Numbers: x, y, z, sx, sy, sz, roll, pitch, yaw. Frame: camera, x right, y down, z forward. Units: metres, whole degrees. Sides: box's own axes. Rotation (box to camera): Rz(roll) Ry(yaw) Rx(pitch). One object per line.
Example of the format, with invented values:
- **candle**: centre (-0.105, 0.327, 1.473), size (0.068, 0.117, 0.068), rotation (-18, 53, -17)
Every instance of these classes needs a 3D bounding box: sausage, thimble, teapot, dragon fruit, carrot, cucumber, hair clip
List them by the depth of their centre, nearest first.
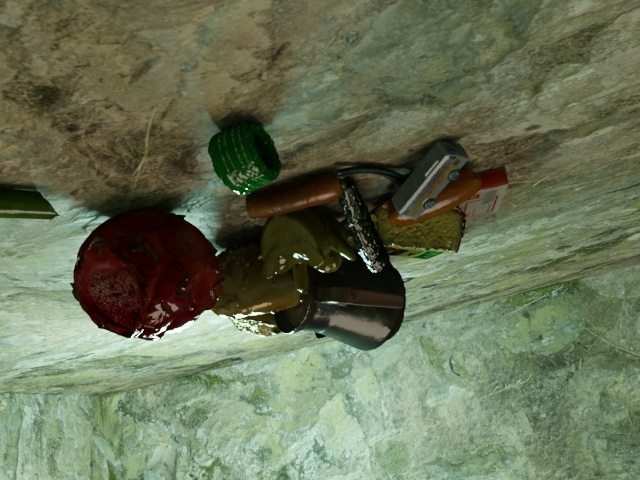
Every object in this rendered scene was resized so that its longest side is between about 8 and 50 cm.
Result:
- **thimble**: centre (-0.130, -0.145, 1.181), size (0.090, 0.118, 0.130), rotation (-22, -173, 18)
- **dragon fruit**: centre (-0.365, 0.076, 1.444), size (0.295, 0.296, 0.301), rotation (-24, 162, 35)
- **carrot**: centre (-0.052, -0.097, 1.460), size (0.225, 0.067, 0.067), rotation (-15, 162, 15)
- **hair clip**: centre (0.126, -0.141, 1.477), size (0.229, 0.070, 0.039), rotation (9, -169, -35)
- **cucumber**: centre (0.090, -0.045, 1.562), size (0.067, 0.068, 0.294), rotation (-16, 129, 14)
- **sausage**: centre (0.267, -0.102, 1.585), size (0.238, 0.098, 0.098), rotation (-22, 161, 9)
- **teapot**: centre (0.065, 0.174, 1.995), size (0.361, 0.306, 0.376), rotation (7, 173, -29)

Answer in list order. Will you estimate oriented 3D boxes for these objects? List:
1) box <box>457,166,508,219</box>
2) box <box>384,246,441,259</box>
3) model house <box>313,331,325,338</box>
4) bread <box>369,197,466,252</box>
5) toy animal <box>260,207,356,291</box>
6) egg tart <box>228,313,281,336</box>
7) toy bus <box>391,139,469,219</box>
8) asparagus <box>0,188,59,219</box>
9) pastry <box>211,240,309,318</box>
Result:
- **box**: centre (0.409, -0.113, 1.733), size (0.122, 0.050, 0.229), rotation (-12, 162, 3)
- **box**: centre (0.313, 0.018, 2.108), size (0.132, 0.034, 0.235), rotation (-26, 157, 39)
- **model house**: centre (0.051, 0.224, 2.364), size (0.211, 0.205, 0.243), rotation (-26, 174, 40)
- **bread**: centre (0.233, -0.036, 1.725), size (0.260, 0.129, 0.134), rotation (6, 178, -16)
- **toy animal**: centre (0.001, 0.016, 1.663), size (0.181, 0.181, 0.362), rotation (-26, 160, 27)
- **egg tart**: centre (-0.191, 0.243, 2.151), size (0.296, 0.132, 0.297), rotation (11, -169, -2)
- **toy bus**: centre (0.234, -0.132, 1.452), size (0.075, 0.064, 0.191), rotation (13, 129, -31)
- **asparagus**: centre (-0.613, -0.068, 1.196), size (0.277, 0.067, 0.060), rotation (-2, 133, -39)
- **pastry**: centre (-0.173, 0.095, 1.780), size (0.284, 0.185, 0.315), rotation (-7, -177, 5)
